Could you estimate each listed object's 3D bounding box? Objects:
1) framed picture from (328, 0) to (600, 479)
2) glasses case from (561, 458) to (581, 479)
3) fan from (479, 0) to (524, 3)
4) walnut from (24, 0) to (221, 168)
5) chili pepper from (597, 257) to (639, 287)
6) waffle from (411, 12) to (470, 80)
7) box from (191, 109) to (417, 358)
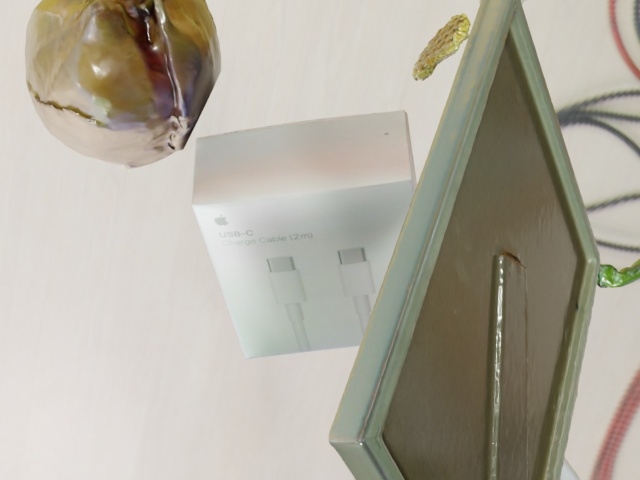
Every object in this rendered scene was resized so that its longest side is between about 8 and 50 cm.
[{"bbox_3d":[0.090,0.042,0.577,0.020,0.289,0.211,-4,134,28],"label":"framed picture"},{"bbox_3d":[0.185,0.202,1.051,0.063,0.041,0.164,-35,131,6],"label":"glasses case"},{"bbox_3d":[0.327,-0.444,1.526,0.012,0.233,0.414,45,139,16],"label":"fan"},{"bbox_3d":[-0.131,-0.117,0.788,0.137,0.245,0.137,0,89,-6],"label":"walnut"},{"bbox_3d":[0.254,0.029,1.011,0.083,0.027,0.022,-11,158,-13],"label":"chili pepper"},{"bbox_3d":[0.121,-0.196,1.187,0.016,0.078,0.085,38,118,-15],"label":"waffle"},{"bbox_3d":[0.000,0.000,1.149,0.203,0.106,0.251,-6,138,6],"label":"box"}]
